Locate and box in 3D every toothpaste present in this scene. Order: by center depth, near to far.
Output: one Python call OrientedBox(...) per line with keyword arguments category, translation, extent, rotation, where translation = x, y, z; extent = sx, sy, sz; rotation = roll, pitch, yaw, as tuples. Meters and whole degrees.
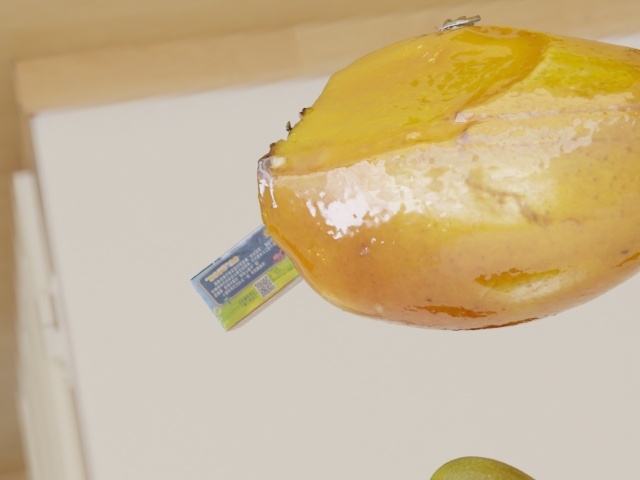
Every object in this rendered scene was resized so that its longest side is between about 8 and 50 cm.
OrientedBox(category="toothpaste", translation=(0.000, 0.000, 1.362), extent=(0.193, 0.070, 0.044), rotation=(-38, 174, 11))

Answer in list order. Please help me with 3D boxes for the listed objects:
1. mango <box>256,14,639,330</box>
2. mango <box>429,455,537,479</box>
OrientedBox(category="mango", translation=(0.111, -0.035, 1.060), extent=(0.257, 0.187, 0.138), rotation=(4, 143, 28))
OrientedBox(category="mango", translation=(0.169, 0.281, 1.523), extent=(0.136, 0.227, 0.099), rotation=(-29, 171, 7))
